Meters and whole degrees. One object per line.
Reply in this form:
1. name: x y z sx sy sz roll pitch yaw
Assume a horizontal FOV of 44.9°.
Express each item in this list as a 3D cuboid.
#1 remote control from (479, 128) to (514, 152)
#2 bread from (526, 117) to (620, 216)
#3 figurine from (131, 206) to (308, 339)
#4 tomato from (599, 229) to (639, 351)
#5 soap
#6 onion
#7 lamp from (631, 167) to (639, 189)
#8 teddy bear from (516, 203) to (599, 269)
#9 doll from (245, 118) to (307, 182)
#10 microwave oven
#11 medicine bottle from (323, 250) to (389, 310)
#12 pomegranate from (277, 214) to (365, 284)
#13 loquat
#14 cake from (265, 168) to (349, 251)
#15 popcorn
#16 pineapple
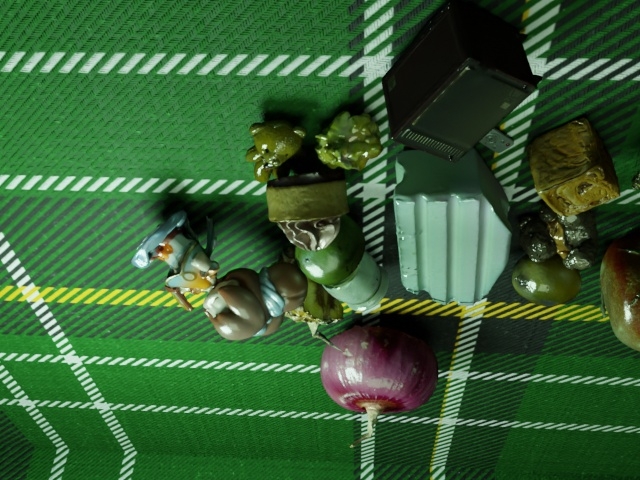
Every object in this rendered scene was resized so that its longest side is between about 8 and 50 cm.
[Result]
1. remote control: 0.339 -0.240 1.657 0.184 0.027 0.050 25 141 -33
2. bread: 0.538 -0.151 1.657 0.158 0.143 0.149 -17 145 27
3. figurine: -0.253 0.101 1.959 0.388 0.248 0.276 41 143 0
4. tomato: 0.813 0.126 1.883 0.304 0.303 0.239 6 142 -3
5. soap: 0.316 -0.019 1.848 0.261 0.156 0.446 -2 143 9
6. onion: 0.181 0.417 2.344 0.358 0.344 0.358 -8 176 -1
7. lamp: 0.780 -0.109 1.629 0.247 0.247 0.247 3 144 2
8. teddy bear: 0.569 -0.015 1.863 0.190 0.140 0.177 -14 108 37
9. doll: -0.098 -0.185 1.723 0.137 0.097 0.209 1 149 -5
10. microwave oven: 0.254 -0.298 1.456 0.178 0.188 0.247 18 138 -27
11. medicine bottle: 0.090 0.097 2.039 0.147 0.147 0.143 -21 140 31
12. pomegranate: -0.001 0.001 1.910 0.225 0.187 0.187 38 139 2
13. loquat: 0.586 0.099 1.994 0.195 0.152 0.152 6 146 -23
14. cake: -0.025 -0.062 1.752 0.185 0.178 0.208 -8 178 -10
15. popcorn: 0.060 -0.209 1.657 0.145 0.126 0.126 -21 165 8
16. pineapple: -0.059 0.176 2.151 0.161 0.158 0.334 -12 141 22
